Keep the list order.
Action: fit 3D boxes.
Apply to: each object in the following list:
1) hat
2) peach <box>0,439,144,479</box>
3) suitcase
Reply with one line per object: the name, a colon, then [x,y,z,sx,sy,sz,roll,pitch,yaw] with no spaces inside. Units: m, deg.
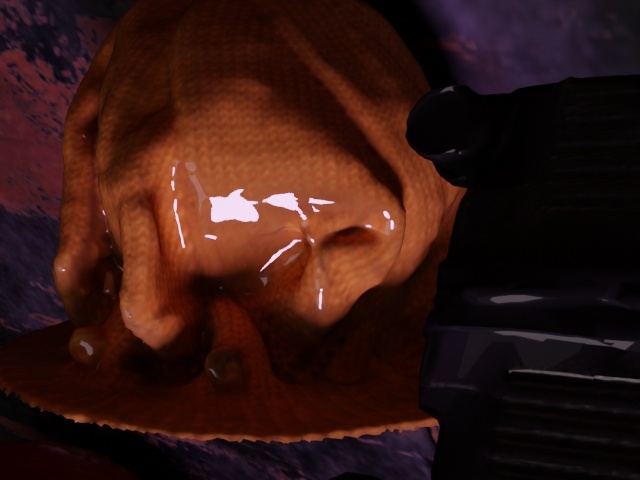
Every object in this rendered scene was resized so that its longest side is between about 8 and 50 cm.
hat: [-0.011,-0.055,0.576,0.244,0.233,0.233,6,102,20]
peach: [-0.205,0.363,1.116,0.416,0.339,0.353,39,-174,4]
suitcase: [0.204,0.061,0.358,0.335,0.152,0.230,2,160,35]
